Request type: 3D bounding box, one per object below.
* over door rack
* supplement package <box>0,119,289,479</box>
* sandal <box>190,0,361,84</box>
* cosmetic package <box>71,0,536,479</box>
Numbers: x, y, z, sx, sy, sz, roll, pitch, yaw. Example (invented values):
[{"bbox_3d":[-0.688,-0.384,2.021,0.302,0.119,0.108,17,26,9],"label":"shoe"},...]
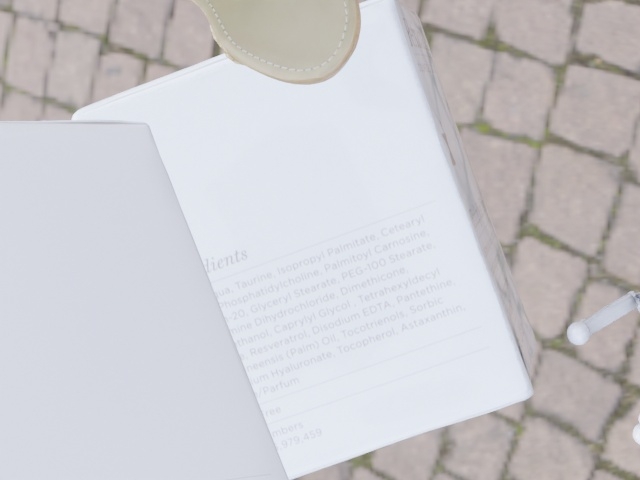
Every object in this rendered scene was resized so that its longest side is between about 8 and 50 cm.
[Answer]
[{"bbox_3d":[0.335,0.146,1.462,0.108,0.324,0.239,-33,85,-9],"label":"over door rack"},{"bbox_3d":[-0.154,0.100,0.884,0.177,0.175,0.293,-44,60,42],"label":"supplement package"},{"bbox_3d":[-0.039,-0.154,1.048,0.240,0.079,0.088,35,89,38],"label":"sandal"},{"bbox_3d":[0.000,0.000,1.640,0.327,0.329,0.393,-20,92,9],"label":"cosmetic package"}]
